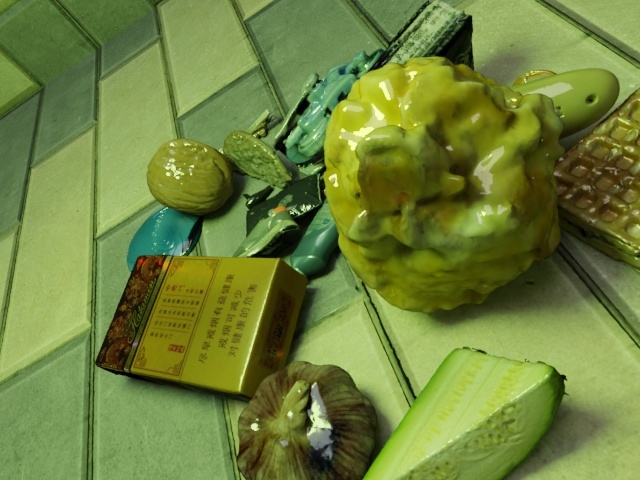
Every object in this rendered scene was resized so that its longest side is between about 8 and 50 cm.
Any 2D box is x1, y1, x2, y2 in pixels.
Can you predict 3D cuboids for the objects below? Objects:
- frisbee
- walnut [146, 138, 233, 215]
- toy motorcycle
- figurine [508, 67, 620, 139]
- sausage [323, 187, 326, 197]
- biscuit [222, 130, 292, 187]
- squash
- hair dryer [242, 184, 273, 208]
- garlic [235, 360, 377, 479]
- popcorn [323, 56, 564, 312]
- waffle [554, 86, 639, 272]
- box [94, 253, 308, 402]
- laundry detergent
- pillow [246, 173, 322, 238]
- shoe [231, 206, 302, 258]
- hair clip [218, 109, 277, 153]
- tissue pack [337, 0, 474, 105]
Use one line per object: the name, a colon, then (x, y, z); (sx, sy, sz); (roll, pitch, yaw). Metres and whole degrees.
frisbee: (-0.415, -0.011, 1.408); (0.242, 0.045, 0.242); (-17, 51, 22)
walnut: (-0.318, -0.154, 1.348); (0.213, 0.213, 0.213); (-17, 49, 21)
toy motorcycle: (0.009, -0.320, 1.275); (0.241, 0.182, 0.319); (23, 72, 42)
figurine: (0.377, -0.241, 1.001); (0.324, 0.124, 0.222); (-10, 21, 43)
sausage: (0.055, -0.094, 1.178); (0.107, 0.031, 0.031); (22, 70, 40)
biscuit: (-0.169, -0.210, 1.336); (0.038, 0.141, 0.290); (-43, 41, -23)
squash: (0.195, 0.294, 0.727); (0.289, 0.111, 0.203); (-52, 19, -19)
hair dryer: (-0.165, -0.114, 1.341); (0.079, 0.031, 0.083); (-41, 36, -16)
garlic: (-0.030, 0.301, 0.837); (0.245, 0.160, 0.245); (-11, 60, 19)
popcorn: (0.181, -0.090, 0.847); (0.344, 0.390, 0.354); (-15, 57, 1)
waffle: (0.523, -0.115, 0.855); (0.308, 0.091, 0.213); (-43, 46, -2)
box: (-0.248, 0.165, 1.094); (0.415, 0.116, 0.264); (-2, 63, 34)
laundry detergent: (-0.001, -0.001, 1.119); (0.096, 0.061, 0.206); (16, 66, 47)
pillow: (-0.086, -0.071, 1.228); (0.208, 0.055, 0.141); (-28, 33, 18)
shoe: (-0.125, -0.001, 1.167); (0.194, 0.074, 0.077); (-34, 59, 28)
hair clip: (-0.205, -0.279, 1.477); (0.214, 0.056, 0.062); (-39, 61, 13)
tissue pack: (0.177, -0.287, 1.103); (0.123, 0.245, 0.332); (37, 81, 26)
